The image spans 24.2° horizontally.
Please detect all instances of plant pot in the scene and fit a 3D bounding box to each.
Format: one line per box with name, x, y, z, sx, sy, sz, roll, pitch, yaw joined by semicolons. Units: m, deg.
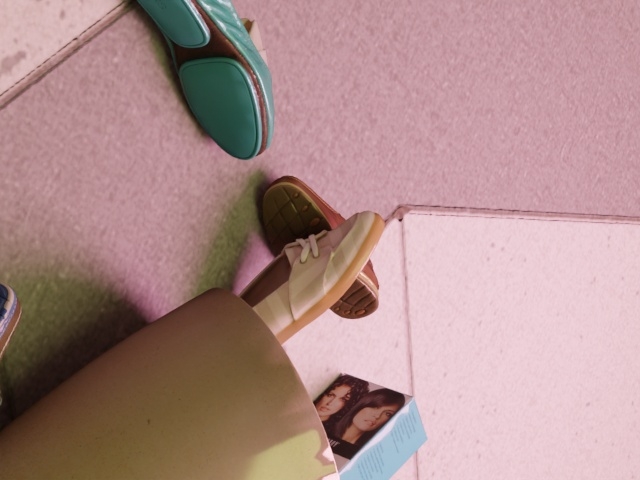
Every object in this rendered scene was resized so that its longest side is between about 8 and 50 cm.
plant pot;-0.161;0.207;1.218;0.274;0.256;0.256;-23;119;-23

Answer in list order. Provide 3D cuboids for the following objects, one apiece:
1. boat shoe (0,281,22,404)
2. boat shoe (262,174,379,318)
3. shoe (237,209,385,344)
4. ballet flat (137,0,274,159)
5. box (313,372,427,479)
boat shoe;-0.288;0.117;1.168;0.183;0.066;0.066;-55;140;-7
boat shoe;0.001;0.000;1.450;0.178;0.064;0.060;53;29;-33
shoe;-0.031;0.046;1.374;0.219;0.076;0.058;-44;108;5
ballet flat;-0.090;-0.180;1.278;0.087;0.083;0.247;-63;141;-33
box;-0.010;0.237;1.470;0.244;0.101;0.060;-41;128;-32
